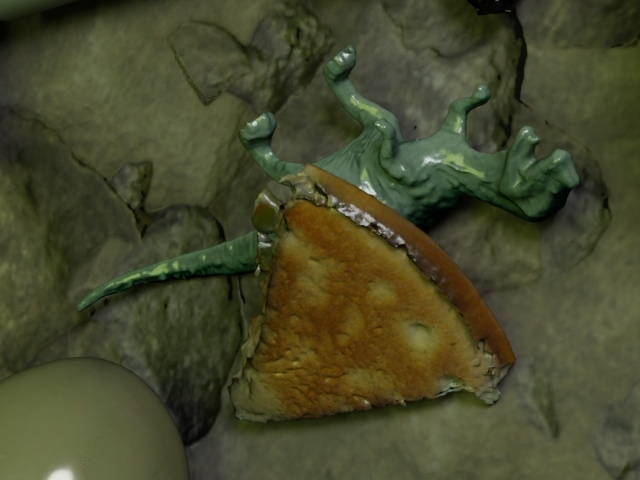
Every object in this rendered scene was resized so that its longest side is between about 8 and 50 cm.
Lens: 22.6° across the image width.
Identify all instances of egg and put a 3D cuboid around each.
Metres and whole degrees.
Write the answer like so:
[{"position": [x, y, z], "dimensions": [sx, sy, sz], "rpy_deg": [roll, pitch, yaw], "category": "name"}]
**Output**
[{"position": [-0.177, 0.187, 0.996], "dimensions": [0.186, 0.186, 0.242], "rpy_deg": [33, 94, 33], "category": "egg"}]

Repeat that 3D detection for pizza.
[{"position": [0.009, 0.053, 0.972], "dimensions": [0.185, 0.052, 0.195], "rpy_deg": [45, 128, -5], "category": "pizza"}]

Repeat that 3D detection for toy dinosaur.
[{"position": [-0.015, -0.047, 1.002], "dimensions": [0.383, 0.076, 0.129], "rpy_deg": [-10, 95, 39], "category": "toy dinosaur"}]

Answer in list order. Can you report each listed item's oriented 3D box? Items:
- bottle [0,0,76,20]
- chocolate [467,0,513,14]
[{"position": [-0.139, -0.226, 1.101], "dimensions": [0.245, 0.104, 0.104], "rpy_deg": [-12, 75, 30], "category": "bottle"}, {"position": [0.067, -0.178, 0.993], "dimensions": [0.147, 0.070, 0.072], "rpy_deg": [19, 81, 24], "category": "chocolate"}]
